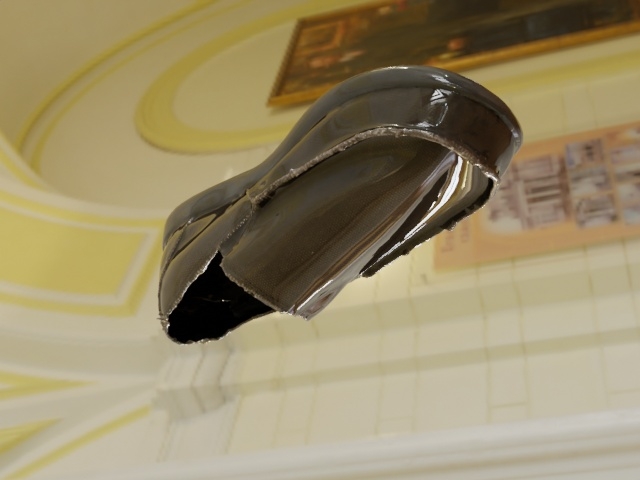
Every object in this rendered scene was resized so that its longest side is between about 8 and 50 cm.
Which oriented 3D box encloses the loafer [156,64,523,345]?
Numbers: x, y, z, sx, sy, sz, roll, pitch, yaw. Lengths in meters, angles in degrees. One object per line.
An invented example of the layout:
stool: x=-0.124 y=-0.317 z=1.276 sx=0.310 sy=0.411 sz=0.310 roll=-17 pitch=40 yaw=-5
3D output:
loafer: x=0.000 y=0.000 z=0.442 sx=0.080 sy=0.220 sz=0.078 roll=31 pitch=-128 yaw=-26
